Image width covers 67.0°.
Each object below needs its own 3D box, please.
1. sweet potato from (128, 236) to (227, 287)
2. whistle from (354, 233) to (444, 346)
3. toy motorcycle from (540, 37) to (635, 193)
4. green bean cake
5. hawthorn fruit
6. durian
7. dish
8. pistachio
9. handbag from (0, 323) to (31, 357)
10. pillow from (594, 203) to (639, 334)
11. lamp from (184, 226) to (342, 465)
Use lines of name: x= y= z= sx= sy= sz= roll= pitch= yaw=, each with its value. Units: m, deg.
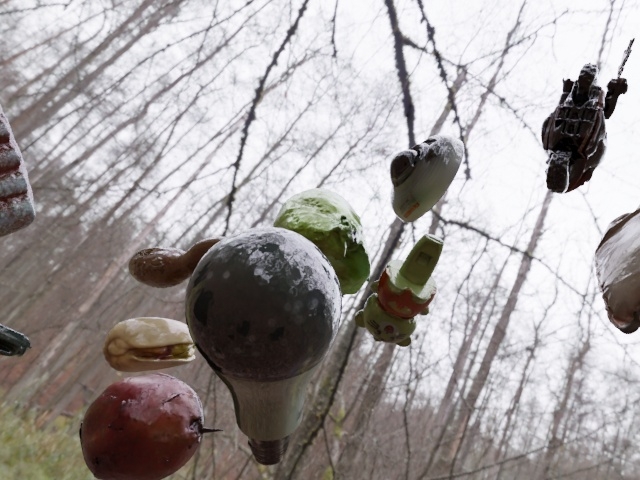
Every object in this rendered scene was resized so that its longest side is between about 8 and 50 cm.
sweet potato: x=-0.348 y=0.056 z=1.139 sx=0.385 sy=0.109 sz=0.109 roll=-9 pitch=-50 yaw=41
whistle: x=0.167 y=0.109 z=0.977 sx=0.131 sy=0.106 sz=0.289 roll=26 pitch=-56 yaw=5
toy motorcycle: x=0.565 y=-0.266 z=1.041 sx=0.134 sy=0.402 sz=0.207 roll=14 pitch=-9 yaw=32
green bean cake: x=-0.534 y=-0.119 z=0.726 sx=0.198 sy=0.097 sz=0.233 roll=0 pitch=-68 yaw=32
hawthorn fruit: x=-0.255 y=0.292 z=0.767 sx=0.234 sy=0.181 sz=0.181 roll=-13 pitch=-48 yaw=17
durian: x=0.000 y=0.000 z=1.090 sx=0.256 sy=0.204 sz=0.340 roll=61 pitch=3 yaw=-34
dish: x=0.260 y=-0.200 z=1.356 sx=0.133 sy=0.274 sz=0.273 roll=32 pitch=-28 yaw=-15
pistachio: x=-0.375 y=0.227 z=1.075 sx=0.200 sy=0.117 sz=0.145 roll=0 pitch=3 yaw=-34
handbag: x=-0.464 y=0.051 z=0.515 sx=0.247 sy=0.079 sz=0.260 roll=0 pitch=-46 yaw=42
pillow: x=0.388 y=-0.035 z=0.476 sx=0.067 sy=0.173 sz=0.270 roll=38 pitch=-60 yaw=-2
lamp: x=-0.059 y=0.127 z=0.606 sx=0.181 sy=0.182 sz=0.314 roll=18 pitch=-46 yaw=27
